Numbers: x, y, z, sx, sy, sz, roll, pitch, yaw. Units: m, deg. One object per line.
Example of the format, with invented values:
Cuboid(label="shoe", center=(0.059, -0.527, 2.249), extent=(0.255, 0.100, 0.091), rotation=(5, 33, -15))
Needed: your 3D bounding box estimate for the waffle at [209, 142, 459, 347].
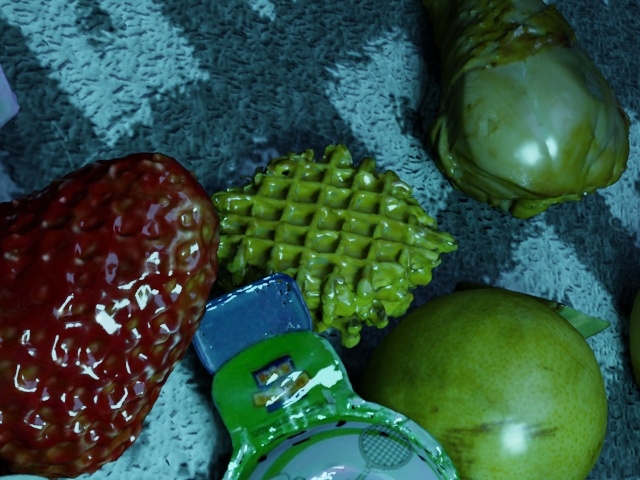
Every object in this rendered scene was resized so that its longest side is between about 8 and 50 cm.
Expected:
Cuboid(label="waffle", center=(0.000, 0.000, 1.344), extent=(0.193, 0.070, 0.197), rotation=(-33, 57, -32))

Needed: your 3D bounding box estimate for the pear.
Cuboid(label="pear", center=(0.139, 0.136, 1.328), extent=(0.209, 0.209, 0.209), rotation=(20, 55, -32))

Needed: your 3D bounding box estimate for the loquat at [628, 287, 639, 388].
Cuboid(label="loquat", center=(0.440, 0.107, 1.599), extent=(0.263, 0.263, 0.263), rotation=(20, 55, -32))

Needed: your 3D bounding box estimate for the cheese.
Cuboid(label="cheese", center=(-0.003, 0.184, 1.227), extent=(0.204, 0.083, 0.320), rotation=(-24, 84, -6))

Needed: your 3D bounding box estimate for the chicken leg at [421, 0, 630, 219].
Cuboid(label="chicken leg", center=(0.200, -0.178, 1.621), extent=(0.295, 0.182, 0.409), rotation=(20, 39, -44))

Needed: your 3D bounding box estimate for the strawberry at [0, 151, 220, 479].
Cuboid(label="strawberry", center=(-0.166, 0.041, 1.071), extent=(0.205, 0.244, 0.205), rotation=(43, 16, -15))

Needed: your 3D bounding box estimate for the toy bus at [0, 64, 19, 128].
Cuboid(label="toy bus", center=(-0.332, -0.064, 1.111), extent=(0.112, 0.090, 0.274), rotation=(56, 44, -14))

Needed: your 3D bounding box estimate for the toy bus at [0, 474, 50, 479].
Cuboid(label="toy bus", center=(-0.202, 0.291, 0.961), extent=(0.143, 0.179, 0.305), rotation=(-5, 71, -43))

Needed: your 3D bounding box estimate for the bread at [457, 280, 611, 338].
Cuboid(label="bread", center=(0.197, 0.059, 1.469), extent=(0.074, 0.139, 0.084), rotation=(20, 55, -30))
